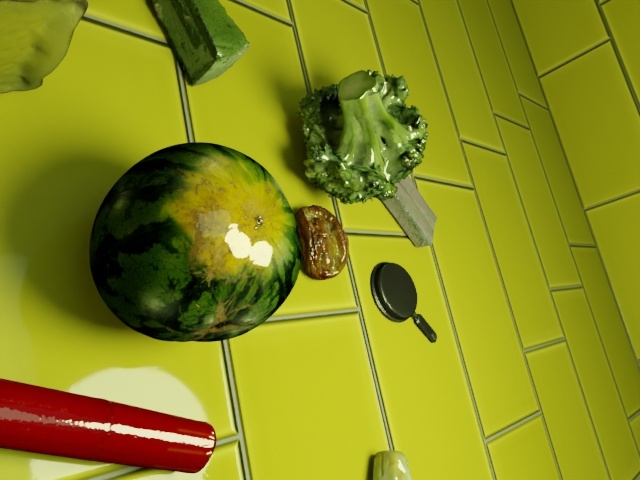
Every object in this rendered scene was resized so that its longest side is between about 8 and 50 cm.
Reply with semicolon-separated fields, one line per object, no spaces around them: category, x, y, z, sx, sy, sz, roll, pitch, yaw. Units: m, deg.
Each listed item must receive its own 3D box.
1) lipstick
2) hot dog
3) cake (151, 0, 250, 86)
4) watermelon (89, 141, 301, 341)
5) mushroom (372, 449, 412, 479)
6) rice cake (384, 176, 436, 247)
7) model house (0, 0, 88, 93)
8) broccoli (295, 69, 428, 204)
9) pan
lipstick;-0.254;0.220;0.615;0.279;0.073;0.073;28;53;-35
hot dog;0.000;0.001;0.995;0.099;0.065;0.147;0;73;-36
cake;-0.224;-0.400;0.922;0.099;0.100;0.235;-33;97;-51
watermelon;-0.158;0.005;0.687;0.269;0.269;0.269;23;56;-38
mushroom;0.136;0.527;0.872;0.107;0.087;0.333;26;52;-36
rice cake;0.175;-0.122;1.249;0.298;0.050;0.106;50;44;-17
model house;-0.418;-0.307;0.605;0.174;0.193;0.234;-28;90;-49
broccoli;0.075;-0.209;1.052;0.260;0.235;0.288;27;46;-43
pan;0.194;0.142;1.159;0.235;0.028;0.136;47;45;-21
